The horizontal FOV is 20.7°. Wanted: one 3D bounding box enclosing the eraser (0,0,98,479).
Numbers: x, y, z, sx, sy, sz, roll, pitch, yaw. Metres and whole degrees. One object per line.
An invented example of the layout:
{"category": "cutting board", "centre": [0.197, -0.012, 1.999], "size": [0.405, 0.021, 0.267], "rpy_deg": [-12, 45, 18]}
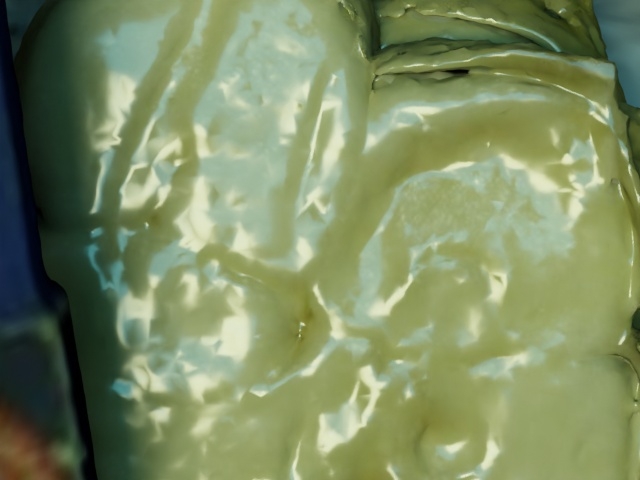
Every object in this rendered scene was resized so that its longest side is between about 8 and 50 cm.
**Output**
{"category": "eraser", "centre": [-0.123, 0.070, 0.403], "size": [0.102, 0.155, 0.332], "rpy_deg": [-18, 110, -37]}

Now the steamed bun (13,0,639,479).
{"category": "steamed bun", "centre": [0.000, 0.000, 0.470], "size": [0.178, 0.106, 0.192], "rpy_deg": [-7, 94, 0]}
